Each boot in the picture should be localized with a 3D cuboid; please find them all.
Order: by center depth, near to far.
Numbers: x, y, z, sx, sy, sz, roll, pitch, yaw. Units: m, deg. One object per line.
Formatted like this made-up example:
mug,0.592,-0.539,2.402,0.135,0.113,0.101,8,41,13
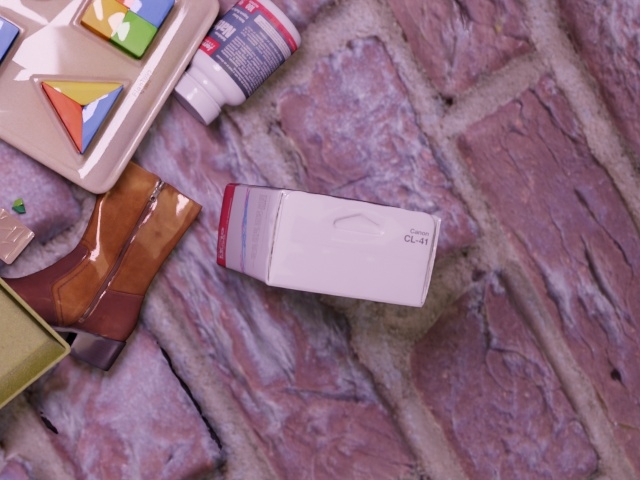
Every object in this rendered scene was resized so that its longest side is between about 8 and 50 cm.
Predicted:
boot,-0.333,0.006,1.925,0.264,0.096,0.280,28,87,-16

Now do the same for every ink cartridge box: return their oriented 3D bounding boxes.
ink cartridge box,0.000,0.000,1.909,0.226,0.306,0.131,9,93,-16

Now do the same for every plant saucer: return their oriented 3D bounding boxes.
plant saucer,-0.455,0.126,1.839,0.188,0.045,0.188,-38,108,13

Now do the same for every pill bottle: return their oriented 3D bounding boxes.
pill bottle,-0.123,-0.251,1.950,0.180,0.108,0.108,-46,106,-8

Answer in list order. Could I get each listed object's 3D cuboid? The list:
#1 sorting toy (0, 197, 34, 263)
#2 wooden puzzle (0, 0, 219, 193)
sorting toy,-0.429,-0.017,1.937,0.062,0.012,0.083,41,84,-18
wooden puzzle,-0.356,-0.280,1.866,0.348,0.080,0.322,31,87,-7
